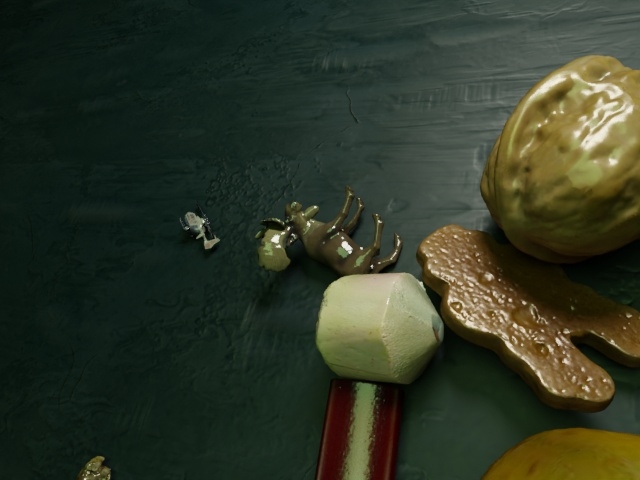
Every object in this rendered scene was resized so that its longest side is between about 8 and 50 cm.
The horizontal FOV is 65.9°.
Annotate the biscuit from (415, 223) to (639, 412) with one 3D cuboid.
[{"bbox_3d":[0.252,0.080,0.631,0.186,0.044,0.295,-27,51,-24],"label":"biscuit"}]

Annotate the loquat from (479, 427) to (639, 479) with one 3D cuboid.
[{"bbox_3d":[0.250,0.291,0.403,0.276,0.284,0.275,-2,83,20],"label":"loquat"}]

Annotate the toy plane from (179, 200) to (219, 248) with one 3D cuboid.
[{"bbox_3d":[-0.228,-0.023,0.927,0.049,0.031,0.120,-31,53,-5],"label":"toy plane"}]

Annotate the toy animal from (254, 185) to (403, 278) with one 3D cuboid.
[{"bbox_3d":[0.000,0.000,0.778,0.186,0.094,0.214,-47,64,4],"label":"toy animal"}]

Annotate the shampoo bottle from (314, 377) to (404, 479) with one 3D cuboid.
[{"bbox_3d":[0.040,0.310,0.611,0.102,0.064,0.260,2,65,19],"label":"shampoo bottle"}]

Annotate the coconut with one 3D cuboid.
[{"bbox_3d":[0.085,0.113,0.651,0.153,0.147,0.147,-3,63,29],"label":"coconut"}]

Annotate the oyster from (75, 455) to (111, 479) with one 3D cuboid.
[{"bbox_3d":[-0.358,0.405,0.743,0.103,0.051,0.148,-15,48,7],"label":"oyster"}]

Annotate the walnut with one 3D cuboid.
[{"bbox_3d":[0.323,-0.091,0.610,0.257,0.257,0.224,-44,23,-3],"label":"walnut"}]
